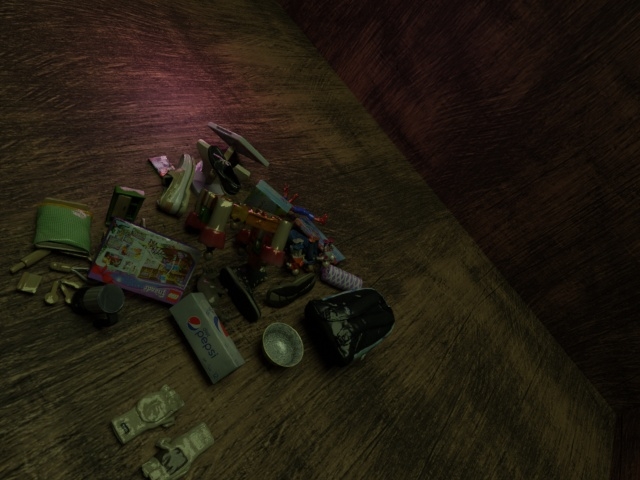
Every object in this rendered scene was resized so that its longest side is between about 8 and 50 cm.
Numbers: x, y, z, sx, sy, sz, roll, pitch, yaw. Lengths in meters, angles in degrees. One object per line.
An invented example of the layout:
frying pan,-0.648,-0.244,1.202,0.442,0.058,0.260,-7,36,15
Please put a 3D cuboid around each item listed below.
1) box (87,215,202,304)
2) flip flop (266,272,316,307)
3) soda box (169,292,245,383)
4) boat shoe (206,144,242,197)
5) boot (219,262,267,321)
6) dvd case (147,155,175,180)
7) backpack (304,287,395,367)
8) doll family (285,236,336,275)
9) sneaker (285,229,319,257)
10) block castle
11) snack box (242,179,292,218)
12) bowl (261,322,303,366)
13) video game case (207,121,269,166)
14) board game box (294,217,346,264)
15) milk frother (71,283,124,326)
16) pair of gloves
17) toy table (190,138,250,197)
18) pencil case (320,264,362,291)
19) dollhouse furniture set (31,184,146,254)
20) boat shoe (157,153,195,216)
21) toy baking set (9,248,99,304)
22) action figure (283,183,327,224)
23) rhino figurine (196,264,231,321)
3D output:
box,-0.560,0.070,1.435,0.293,0.201,0.057,26,-2,-31
flip flop,-0.125,0.189,1.824,0.080,0.112,0.277,33,33,28
soda box,-0.367,0.312,1.452,0.286,0.098,0.091,55,5,11
boat shoe,-0.382,-0.290,1.780,0.084,0.079,0.233,-14,72,-44
boot,-0.259,0.182,1.710,0.236,0.085,0.178,54,36,11
dvd case,-0.649,-0.299,1.848,0.119,0.013,0.087,52,38,7
backpack,0.137,0.335,1.829,0.355,0.273,0.290,-24,70,-28
doll family,-0.060,0.070,1.934,0.262,0.163,0.118,-10,30,-36
sneaker,-0.097,0.031,2.011,0.232,0.090,0.082,39,30,-44
block castle,-0.308,-0.031,1.613,0.302,0.213,0.453,19,2,-25
snack box,-0.246,-0.129,1.904,0.174,0.207,0.070,41,38,-7
bowl,-0.153,0.392,1.618,0.170,0.080,0.170,24,43,-25
video game case,-0.377,-0.439,2.031,0.285,0.025,0.204,32,-6,40
board game box,0.000,0.000,2.103,0.281,0.027,0.145,47,15,11
milk frother,-0.631,0.176,1.330,0.143,0.134,0.129,-53,127,-49
pair of gloves,-0.439,0.544,1.249,0.240,0.042,0.204,48,41,7
toy table,-0.446,-0.311,1.927,0.252,0.161,0.274,26,43,-23
pencil case,0.093,0.177,2.046,0.206,0.088,0.086,27,85,-22
dollhouse furniture set,-0.731,-0.074,1.427,0.301,0.151,0.198,11,39,-37
boat shoe,-0.574,-0.239,1.777,0.103,0.113,0.303,21,48,-30
toy baking set,-0.788,0.094,1.352,0.196,0.030,0.256,42,38,-9
action figure,-0.098,-0.178,2.110,0.280,0.139,0.091,14,9,-6
rhino figurine,-0.393,0.185,1.594,0.106,0.073,0.243,13,46,-38
